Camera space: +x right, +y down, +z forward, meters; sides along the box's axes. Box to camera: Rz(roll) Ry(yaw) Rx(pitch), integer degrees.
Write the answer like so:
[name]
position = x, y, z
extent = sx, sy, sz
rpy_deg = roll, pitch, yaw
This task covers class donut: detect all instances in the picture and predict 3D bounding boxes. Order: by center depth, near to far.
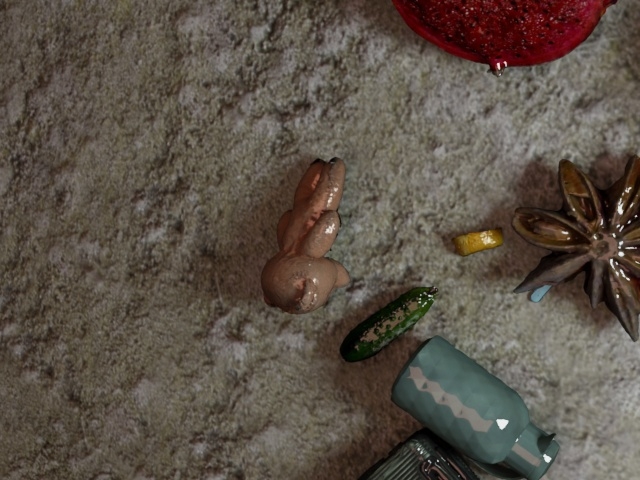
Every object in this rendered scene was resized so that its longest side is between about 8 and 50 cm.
[donut]
position = 0.278, 0.003, 1.461
extent = 0.083, 0.067, 0.038
rpy_deg = -10, 81, -6

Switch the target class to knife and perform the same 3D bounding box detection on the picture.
[knife]
position = 0.394, 0.069, 1.421
extent = 0.027, 0.010, 0.096
rpy_deg = 42, 111, 13

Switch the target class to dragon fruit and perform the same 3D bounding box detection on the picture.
[dragon fruit]
position = 0.288, -0.463, 1.286
extent = 0.386, 0.371, 0.249
rpy_deg = 14, 63, 24

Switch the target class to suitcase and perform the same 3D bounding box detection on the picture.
[suitcase]
position = 0.147, 0.498, 1.496
extent = 0.202, 0.128, 0.312
rpy_deg = 47, 110, 16

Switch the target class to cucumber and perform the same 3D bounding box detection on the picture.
[cucumber]
position = 0.126, 0.152, 1.524
extent = 0.227, 0.069, 0.069
rpy_deg = -39, 77, 18

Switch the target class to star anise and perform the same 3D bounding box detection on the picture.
[star anise]
position = 0.456, 0.014, 1.335
extent = 0.315, 0.108, 0.316
rpy_deg = 2, 97, 19

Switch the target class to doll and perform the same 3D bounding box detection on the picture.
[doll]
position = 0.000, 0.000, 1.552
extent = 0.201, 0.156, 0.304
rpy_deg = 6, 74, 64

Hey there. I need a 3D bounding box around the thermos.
[thermos]
position = 0.265, 0.308, 1.430
extent = 0.286, 0.145, 0.182
rpy_deg = 37, 139, 18
